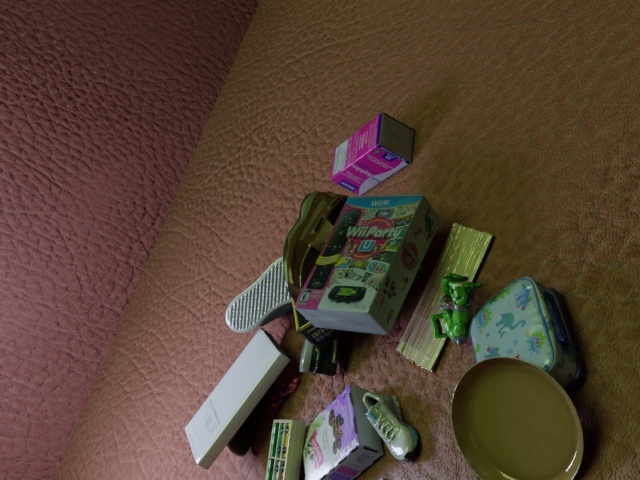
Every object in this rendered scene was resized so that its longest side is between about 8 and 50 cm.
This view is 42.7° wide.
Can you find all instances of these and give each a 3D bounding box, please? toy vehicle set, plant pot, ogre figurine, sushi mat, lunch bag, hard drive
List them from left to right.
[{"bbox_3d":[-0.227,0.415,2.195,0.353,0.047,0.233,-53,20,-1],"label":"hard drive"},{"bbox_3d":[-0.090,0.551,1.897,0.166,0.035,0.267,144,135,-68],"label":"toy vehicle set"},{"bbox_3d":[0.261,0.117,1.743,0.151,0.019,0.316,21,86,63],"label":"sushi mat"},{"bbox_3d":[0.264,0.133,1.595,0.197,0.097,0.118,-158,68,-72],"label":"ogre figurine"},{"bbox_3d":[0.320,0.301,1.331,0.236,0.032,0.236,8,103,40],"label":"plant pot"},{"bbox_3d":[0.356,0.183,1.423,0.176,0.090,0.219,-47,31,33],"label":"lunch bag"}]

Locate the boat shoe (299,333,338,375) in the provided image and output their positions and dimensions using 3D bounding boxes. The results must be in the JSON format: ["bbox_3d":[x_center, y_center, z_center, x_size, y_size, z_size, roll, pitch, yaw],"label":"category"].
[{"bbox_3d":[0.013,0.210,2.045,0.114,0.091,0.302,110,173,-51],"label":"boat shoe"}]

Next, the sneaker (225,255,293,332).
[{"bbox_3d":[-0.098,0.126,2.287,0.366,0.135,0.150,-31,-6,19],"label":"sneaker"}]

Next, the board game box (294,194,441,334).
[{"bbox_3d":[0.103,0.048,1.795,0.224,0.097,0.303,0,53,44],"label":"board game box"}]

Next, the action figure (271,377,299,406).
[{"bbox_3d":[-0.092,0.393,2.145,0.115,0.030,0.038,-45,27,30],"label":"action figure"}]

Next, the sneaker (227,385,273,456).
[{"bbox_3d":[-0.194,0.463,2.209,0.118,0.083,0.222,-42,32,37],"label":"sneaker"}]

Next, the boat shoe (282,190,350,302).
[{"bbox_3d":[0.000,0.000,1.931,0.120,0.122,0.324,-7,47,25],"label":"boat shoe"}]

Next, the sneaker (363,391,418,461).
[{"bbox_3d":[0.134,0.378,1.674,0.071,0.083,0.191,-57,28,12],"label":"sneaker"}]

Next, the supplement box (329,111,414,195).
[{"bbox_3d":[0.135,-0.227,2.182,0.220,0.111,0.114,-32,41,49],"label":"supplement box"}]

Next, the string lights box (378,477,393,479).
[{"bbox_3d":[0.075,0.582,1.604,0.259,0.077,0.133,-44,34,37],"label":"string lights box"}]

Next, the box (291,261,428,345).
[{"bbox_3d":[0.077,0.069,1.950,0.322,0.079,0.257,-33,33,15],"label":"box"}]

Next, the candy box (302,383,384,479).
[{"bbox_3d":[0.043,0.443,1.796,0.196,0.070,0.165,-50,29,29],"label":"candy box"}]
